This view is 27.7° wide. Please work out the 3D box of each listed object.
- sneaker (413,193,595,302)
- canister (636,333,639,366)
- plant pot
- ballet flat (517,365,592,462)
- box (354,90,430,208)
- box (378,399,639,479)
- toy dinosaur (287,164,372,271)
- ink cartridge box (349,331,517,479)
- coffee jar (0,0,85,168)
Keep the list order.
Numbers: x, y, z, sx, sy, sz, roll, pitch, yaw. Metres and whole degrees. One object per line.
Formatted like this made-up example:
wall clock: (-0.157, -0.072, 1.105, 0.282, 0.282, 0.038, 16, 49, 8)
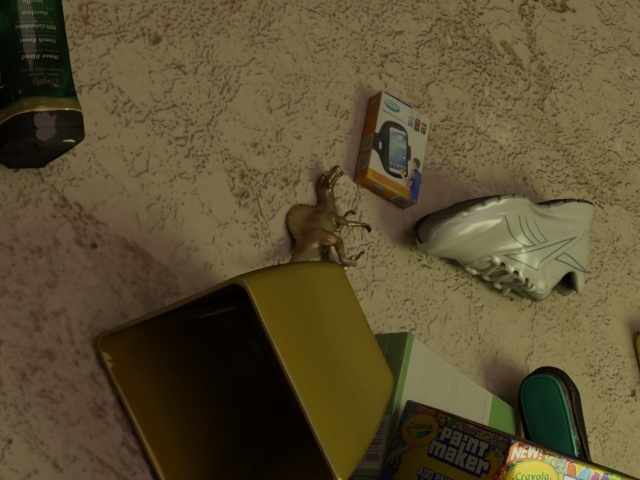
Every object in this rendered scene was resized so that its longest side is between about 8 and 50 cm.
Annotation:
sneaker: (0.239, 0.011, 1.596, 0.297, 0.111, 0.129, 1, 81, -37)
canister: (0.520, 0.170, 1.788, 0.170, 0.073, 0.126, -4, 79, -38)
plant pot: (-0.051, 0.131, 1.271, 0.187, 0.212, 0.212, -27, 94, -52)
ballet flat: (0.299, 0.291, 1.557, 0.096, 0.095, 0.281, 14, 71, -62)
box: (0.089, -0.116, 1.564, 0.081, 0.028, 0.136, 26, 63, -30)
box: (0.199, 0.349, 1.352, 0.290, 0.177, 0.279, 22, 85, -32)
toy dinosaur: (0.000, 0.000, 1.453, 0.092, 0.053, 0.183, 32, 50, -9)
ink cartridge box: (0.132, 0.228, 1.474, 0.235, 0.056, 0.171, 38, 55, -41)
coffee jar: (-0.281, -0.164, 1.239, 0.079, 0.096, 0.184, -6, 79, -37)
